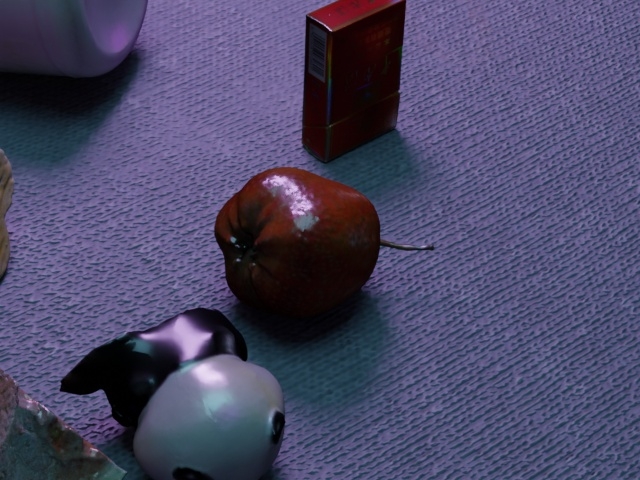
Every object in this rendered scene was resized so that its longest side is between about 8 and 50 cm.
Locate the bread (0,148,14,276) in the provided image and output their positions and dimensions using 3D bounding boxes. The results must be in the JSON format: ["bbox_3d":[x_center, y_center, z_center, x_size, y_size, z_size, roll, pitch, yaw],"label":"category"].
[{"bbox_3d":[-0.364,-0.011,1.745,0.039,0.182,0.251,0,40,18],"label":"bread"}]

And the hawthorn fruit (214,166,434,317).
[{"bbox_3d":[0.000,0.000,1.795,0.203,0.163,0.162,-3,36,-43],"label":"hawthorn fruit"}]

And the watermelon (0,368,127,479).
[{"bbox_3d":[-0.297,0.198,1.580,0.231,0.128,0.146,25,72,41],"label":"watermelon"}]

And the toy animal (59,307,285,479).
[{"bbox_3d":[-0.119,0.154,1.615,0.166,0.138,0.179,-35,59,-11],"label":"toy animal"}]

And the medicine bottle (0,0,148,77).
[{"bbox_3d":[-0.369,-0.312,2.037,0.302,0.241,0.241,6,40,17],"label":"medicine bottle"}]

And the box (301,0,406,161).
[{"bbox_3d":[0.036,-0.183,1.970,0.112,0.175,0.048,-29,49,-31],"label":"box"}]
